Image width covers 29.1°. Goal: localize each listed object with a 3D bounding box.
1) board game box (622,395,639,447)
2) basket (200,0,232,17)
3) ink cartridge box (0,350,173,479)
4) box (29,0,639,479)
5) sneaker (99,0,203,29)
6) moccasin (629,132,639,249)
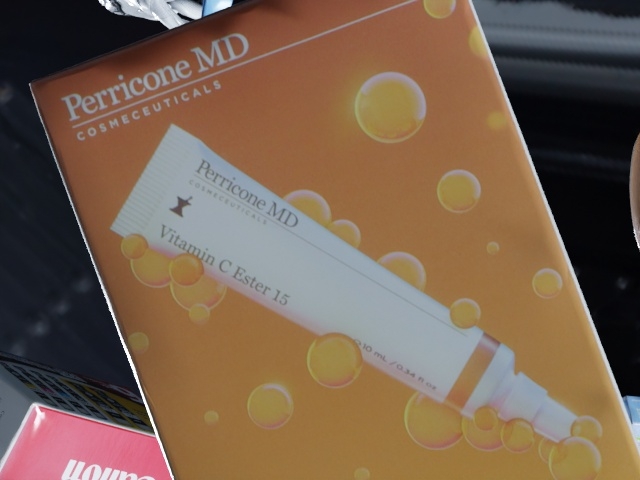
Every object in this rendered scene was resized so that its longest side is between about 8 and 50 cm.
[{"bbox_3d":[0.390,0.227,1.424,0.212,0.039,0.160,7,-31,-25],"label":"board game box"},{"bbox_3d":[-0.039,-0.032,0.914,0.255,0.201,0.288,42,-52,47],"label":"basket"},{"bbox_3d":[-0.278,0.245,1.417,0.272,0.130,0.309,26,-1,40],"label":"ink cartridge box"},{"bbox_3d":[0.020,0.049,0.655,0.168,0.215,0.345,17,52,-89],"label":"box"},{"bbox_3d":[-0.209,-0.349,1.687,0.210,0.137,0.366,33,1,14],"label":"sneaker"},{"bbox_3d":[0.394,0.054,1.221,0.139,0.380,0.147,-6,-5,3],"label":"moccasin"}]
